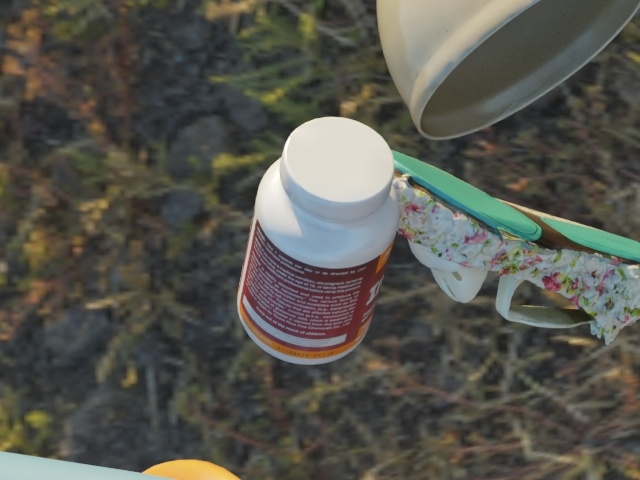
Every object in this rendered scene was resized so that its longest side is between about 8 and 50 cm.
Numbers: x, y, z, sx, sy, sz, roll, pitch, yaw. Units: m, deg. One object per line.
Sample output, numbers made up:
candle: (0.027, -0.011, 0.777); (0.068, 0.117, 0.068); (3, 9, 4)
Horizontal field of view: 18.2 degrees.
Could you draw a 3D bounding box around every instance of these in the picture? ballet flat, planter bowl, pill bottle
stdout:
ballet flat: (0.124, 0.013, 1.309); (0.077, 0.241, 0.091); (-64, 27, 14)
planter bowl: (0.098, -0.151, 1.178); (0.162, 0.162, 0.109); (-40, 73, 24)
pill bottle: (0.000, 0.000, 1.189); (0.086, 0.086, 0.152); (46, 149, 23)

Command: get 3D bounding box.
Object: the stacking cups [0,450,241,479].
stacking cups: (-0.058, 0.079, 0.353); (0.096, 0.316, 0.096); (-21, 61, 46)
